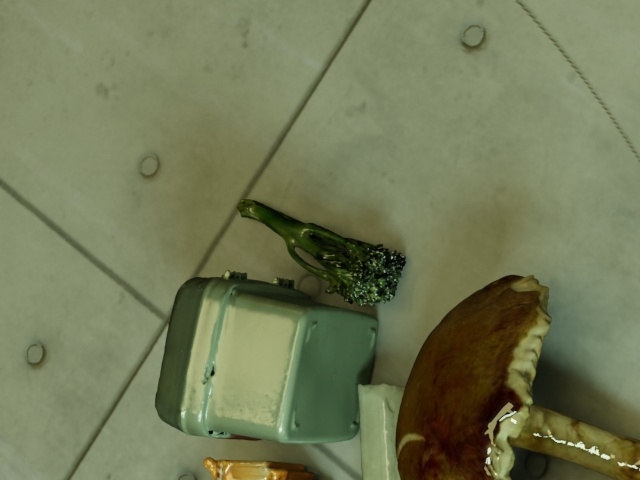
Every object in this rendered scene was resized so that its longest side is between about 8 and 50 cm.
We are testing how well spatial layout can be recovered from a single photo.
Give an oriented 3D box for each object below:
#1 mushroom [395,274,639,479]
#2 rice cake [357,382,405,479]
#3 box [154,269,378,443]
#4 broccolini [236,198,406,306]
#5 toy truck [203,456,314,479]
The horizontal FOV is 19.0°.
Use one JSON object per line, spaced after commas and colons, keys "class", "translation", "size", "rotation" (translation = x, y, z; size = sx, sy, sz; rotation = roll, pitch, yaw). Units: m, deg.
{"class": "mushroom", "translation": [0.190, 0.186, 1.565], "size": [0.302, 0.233, 0.208], "rotation": [44, 68, 10]}
{"class": "rice cake", "translation": [0.066, 0.251, 1.664], "size": [0.052, 0.057, 0.256], "rotation": [-20, 69, 56]}
{"class": "box", "translation": [-0.043, 0.106, 1.663], "size": [0.129, 0.210, 0.148], "rotation": [10, 89, 22]}
{"class": "broccolini", "translation": [-0.006, 0.012, 1.752], "size": [0.201, 0.074, 0.058], "rotation": [20, 95, 42]}
{"class": "toy truck", "translation": [-0.045, 0.329, 1.681], "size": [0.135, 0.114, 0.270], "rotation": [-1, 81, 24]}
